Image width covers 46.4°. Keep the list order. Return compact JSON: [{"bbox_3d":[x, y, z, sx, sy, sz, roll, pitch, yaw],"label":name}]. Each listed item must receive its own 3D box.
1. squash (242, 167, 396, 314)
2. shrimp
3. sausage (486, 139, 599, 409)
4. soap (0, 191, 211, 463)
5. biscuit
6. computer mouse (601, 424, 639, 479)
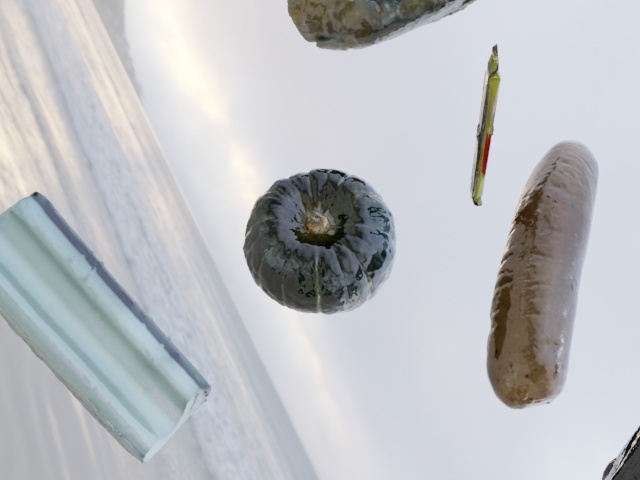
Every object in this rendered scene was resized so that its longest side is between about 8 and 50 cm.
[{"bbox_3d":[0.000,0.000,1.226,0.252,0.252,0.165,61,-18,25],"label":"squash"},{"bbox_3d":[0.154,-0.485,1.378,0.110,0.446,0.221,-104,179,-55],"label":"shrimp"},{"bbox_3d":[0.350,0.025,1.153,0.123,0.500,0.136,-11,-43,43],"label":"sausage"},{"bbox_3d":[-0.229,0.082,0.694,0.261,0.094,0.150,52,-28,-14],"label":"soap"},{"bbox_3d":[0.252,-0.166,1.154,0.291,0.026,0.048,85,0,-49],"label":"biscuit"},{"bbox_3d":[0.348,0.192,0.695,0.088,0.264,0.147,55,10,33],"label":"computer mouse"}]
